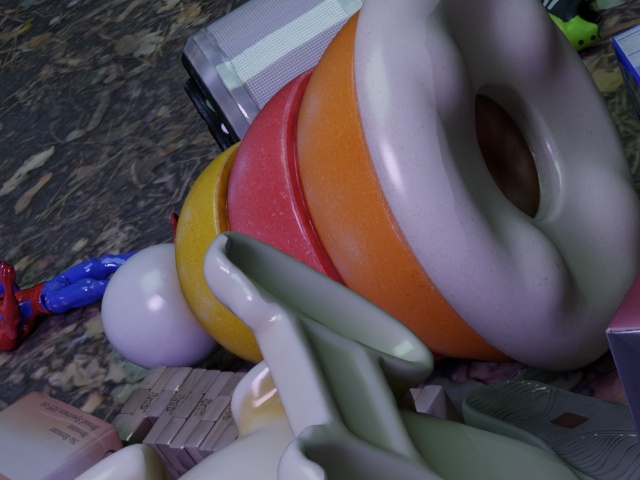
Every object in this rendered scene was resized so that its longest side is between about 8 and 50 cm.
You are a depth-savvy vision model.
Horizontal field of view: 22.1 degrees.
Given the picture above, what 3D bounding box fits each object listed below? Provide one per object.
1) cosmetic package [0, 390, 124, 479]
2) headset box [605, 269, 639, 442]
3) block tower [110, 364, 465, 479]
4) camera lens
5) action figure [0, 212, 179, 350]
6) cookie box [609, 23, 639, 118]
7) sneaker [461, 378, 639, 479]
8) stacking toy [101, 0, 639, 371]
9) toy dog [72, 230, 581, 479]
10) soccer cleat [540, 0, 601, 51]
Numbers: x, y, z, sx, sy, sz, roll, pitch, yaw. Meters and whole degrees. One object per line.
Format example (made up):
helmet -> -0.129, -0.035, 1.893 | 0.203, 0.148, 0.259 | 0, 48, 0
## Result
cosmetic package -> -0.299, 0.264, 1.350 | 0.296, 0.129, 0.153 | -35, 29, -31
headset box -> 0.267, 0.075, 0.912 | 0.110, 0.218, 0.293 | -6, 28, 32
block tower -> -0.035, 0.172, 1.351 | 0.336, 0.091, 0.097 | -1, 42, 40
camera lens -> 0.013, -0.170, 1.676 | 0.274, 0.219, 0.219 | -32, 31, -2
action figure -> -0.288, 0.026, 1.741 | 0.280, 0.139, 0.091 | -24, 30, 16
cookie box -> 0.308, -0.135, 1.498 | 0.040, 0.091, 0.107 | -23, 31, 6
sneaker -> 0.184, 0.176, 1.117 | 0.083, 0.118, 0.222 | -21, 19, -21
stacking toy -> 0.000, 0.000, 1.402 | 0.480, 0.350, 0.350 | -24, 29, 35
toy dog -> -0.039, 0.256, 1.018 | 0.408, 0.395, 0.284 | -51, 40, 17
soccer cleat -> 0.257, -0.253, 1.754 | 0.072, 0.060, 0.179 | -15, 40, 8
